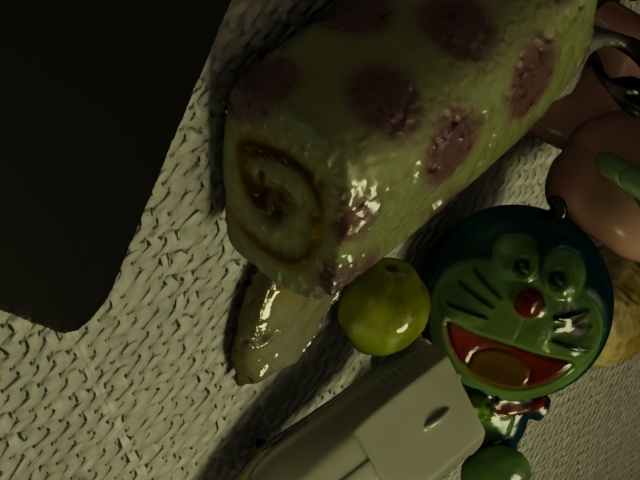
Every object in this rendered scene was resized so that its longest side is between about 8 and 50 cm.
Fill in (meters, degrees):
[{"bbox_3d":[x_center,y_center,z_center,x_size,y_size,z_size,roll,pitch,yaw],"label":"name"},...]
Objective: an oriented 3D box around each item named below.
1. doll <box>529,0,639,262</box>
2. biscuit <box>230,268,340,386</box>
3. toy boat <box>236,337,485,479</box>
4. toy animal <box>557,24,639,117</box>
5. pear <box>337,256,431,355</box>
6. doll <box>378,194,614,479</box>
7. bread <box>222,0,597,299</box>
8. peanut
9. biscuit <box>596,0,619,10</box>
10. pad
[{"bbox_3d":[0.346,-0.083,1.750,0.216,0.268,0.284,-56,157,15],"label":"doll"},{"bbox_3d":[0.001,0.001,1.472,0.289,0.038,0.141,-57,156,-4],"label":"biscuit"},{"bbox_3d":[0.022,0.207,1.622,0.269,0.141,0.140,-30,149,-13],"label":"toy boat"},{"bbox_3d":[0.206,-0.165,1.574,0.324,0.195,0.090,0,127,-30],"label":"toy animal"},{"bbox_3d":[0.061,0.067,1.612,0.092,0.092,0.097,-35,146,-43],"label":"pear"},{"bbox_3d":[0.181,0.096,1.745,0.186,0.199,0.321,-78,-167,-67],"label":"doll"},{"bbox_3d":[0.078,-0.119,1.332,0.338,0.155,0.187,-43,150,-31],"label":"bread"},{"bbox_3d":[0.340,0.081,2.116,0.325,0.140,0.153,3,97,-59],"label":"peanut"},{"bbox_3d":[0.316,-0.292,1.744,0.138,0.031,0.205,-54,157,13],"label":"biscuit"},{"bbox_3d":[-0.135,-0.132,1.070,0.375,0.063,0.315,-67,156,-6],"label":"pad"}]
